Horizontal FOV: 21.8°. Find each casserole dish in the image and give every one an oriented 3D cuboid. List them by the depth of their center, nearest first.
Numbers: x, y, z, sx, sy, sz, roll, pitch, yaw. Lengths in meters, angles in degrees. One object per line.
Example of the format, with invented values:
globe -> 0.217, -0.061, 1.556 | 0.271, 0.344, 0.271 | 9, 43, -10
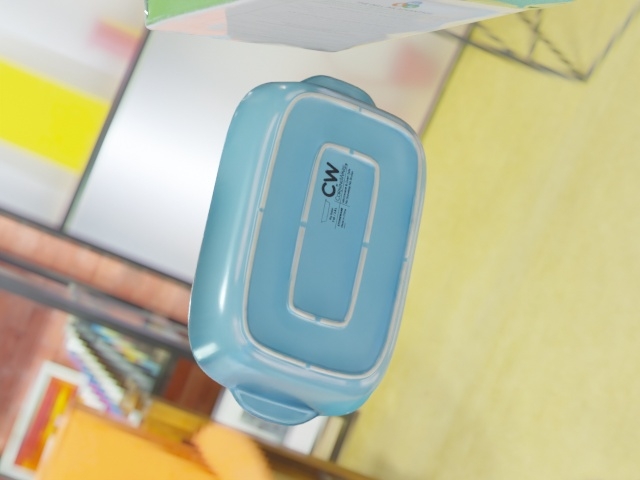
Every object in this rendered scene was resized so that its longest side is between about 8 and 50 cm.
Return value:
casserole dish -> 0.000, 0.000, 0.843 | 0.037, 0.114, 0.188 | -24, 51, 61

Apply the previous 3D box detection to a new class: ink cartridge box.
ink cartridge box -> 0.031, -0.124, 0.668 | 0.209, 0.109, 0.062 | -4, 86, 50
